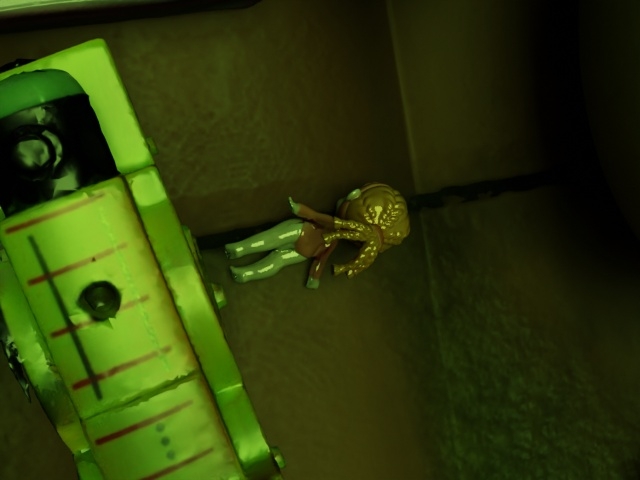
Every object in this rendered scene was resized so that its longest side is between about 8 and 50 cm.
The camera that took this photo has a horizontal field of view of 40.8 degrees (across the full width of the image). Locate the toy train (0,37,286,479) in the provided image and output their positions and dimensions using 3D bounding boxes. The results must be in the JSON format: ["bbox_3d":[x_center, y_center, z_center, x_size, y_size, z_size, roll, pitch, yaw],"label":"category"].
[{"bbox_3d":[-0.089,0.049,0.408,0.100,0.160,0.296,-23,96,-10],"label":"toy train"}]

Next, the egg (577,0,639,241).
[{"bbox_3d":[0.291,-0.125,0.449,0.301,0.301,0.374,10,80,-17],"label":"egg"}]

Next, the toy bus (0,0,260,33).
[{"bbox_3d":[-0.153,-0.162,0.424,0.274,0.090,0.112,-11,99,-16],"label":"toy bus"}]

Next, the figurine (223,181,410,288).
[{"bbox_3d":[0.000,0.000,0.496,0.109,0.047,0.064,-19,124,-10],"label":"figurine"}]
